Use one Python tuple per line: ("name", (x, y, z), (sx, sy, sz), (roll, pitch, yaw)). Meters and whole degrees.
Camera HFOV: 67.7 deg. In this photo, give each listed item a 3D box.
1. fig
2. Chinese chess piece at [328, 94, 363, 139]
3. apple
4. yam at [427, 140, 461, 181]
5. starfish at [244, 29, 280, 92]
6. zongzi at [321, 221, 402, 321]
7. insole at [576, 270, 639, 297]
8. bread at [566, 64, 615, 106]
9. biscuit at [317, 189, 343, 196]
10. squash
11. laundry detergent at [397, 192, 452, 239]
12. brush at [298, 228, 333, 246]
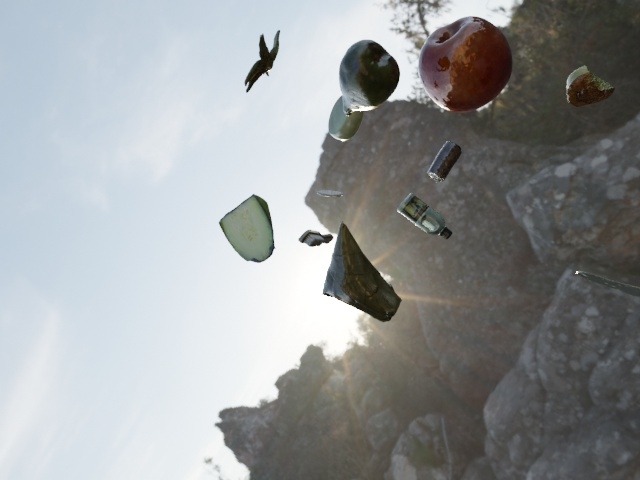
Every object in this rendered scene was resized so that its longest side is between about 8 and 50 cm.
("fig", (0.094, -0.355, 1.047), (0.185, 0.133, 0.127), (-174, 99, -75))
("Chinese chess piece", (0.080, -0.387, 1.501), (0.144, 0.058, 0.144), (-40, 44, 52))
("apple", (0.352, -0.426, 1.166), (0.201, 0.218, 0.218), (50, -116, -30))
("yam", (0.467, -0.294, 1.790), (0.141, 0.079, 0.079), (-57, -14, -1))
("starfish", (-0.166, -0.534, 1.415), (0.217, 0.050, 0.223), (78, -146, -74))
("zongzi", (0.154, 0.106, 1.570), (0.145, 0.273, 0.300), (-49, -22, -46))
("insole", (0.904, 0.137, 1.441), (0.081, 0.247, 0.011), (51, -119, -72))
("bread", (0.963, -0.550, 1.733), (0.125, 0.156, 0.086), (-48, 27, 50))
("biscuit", (0.044, -0.214, 2.174), (0.120, 0.120, 0.015), (-30, -52, -64))
("squash", (-0.190, -0.030, 1.438), (0.192, 0.184, 0.085), (-29, 0, 36))
("laundry detergent", (0.415, -0.084, 1.865), (0.099, 0.225, 0.070), (-45, -10, -32))
("brush", (0.000, 0.000, 2.137), (0.070, 0.065, 0.327), (-51, -17, 13))
